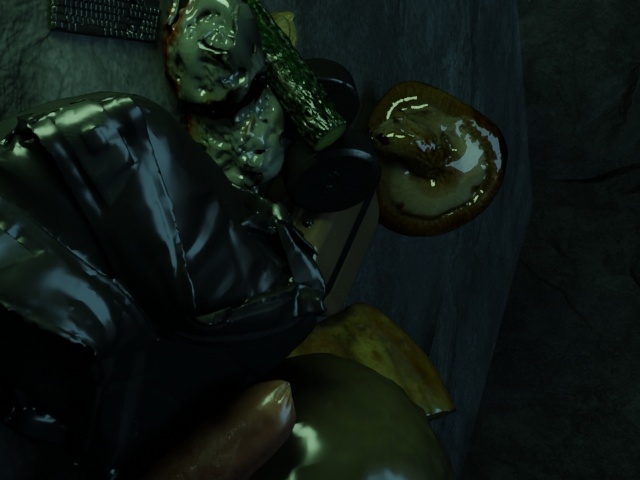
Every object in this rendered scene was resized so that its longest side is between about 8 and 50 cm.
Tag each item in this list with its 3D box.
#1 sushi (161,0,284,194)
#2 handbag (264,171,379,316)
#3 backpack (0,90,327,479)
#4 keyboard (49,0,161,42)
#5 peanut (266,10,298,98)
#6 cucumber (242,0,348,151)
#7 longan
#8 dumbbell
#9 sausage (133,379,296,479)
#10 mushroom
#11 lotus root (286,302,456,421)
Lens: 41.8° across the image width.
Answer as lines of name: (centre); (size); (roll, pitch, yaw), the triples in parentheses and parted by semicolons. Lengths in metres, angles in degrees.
sushi: (-0.128, -0.202, 1.152); (0.124, 0.130, 0.332); (-53, 146, -40)
handbag: (0.000, 0.000, 1.487); (0.283, 0.149, 0.302); (74, 30, -45)
backpack: (-0.203, 0.042, 0.828); (0.363, 0.255, 0.446); (-39, 139, -4)
keyboard: (-0.251, -0.271, 0.996); (0.195, 0.018, 0.060); (-18, 116, -64)
peanut: (-0.079, -0.290, 1.315); (0.080, 0.080, 0.174); (59, 39, -55)
cucumber: (-0.058, -0.257, 1.220); (0.293, 0.067, 0.067); (57, 13, 21)
longan: (-0.026, 0.346, 1.108); (0.436, 0.404, 0.404); (-28, -136, 64)
dumbbell: (0.001, -0.166, 1.335); (0.152, 0.152, 0.218); (63, 11, -52)
sausage: (-0.191, 0.296, 0.899); (0.433, 0.088, 0.088); (-39, 153, 6)
mushroom: (0.226, -0.160, 1.787); (0.259, 0.345, 0.345); (-92, -179, -72)
lotus root: (0.039, 0.272, 1.520); (0.250, 0.316, 0.316); (63, 18, 15)
